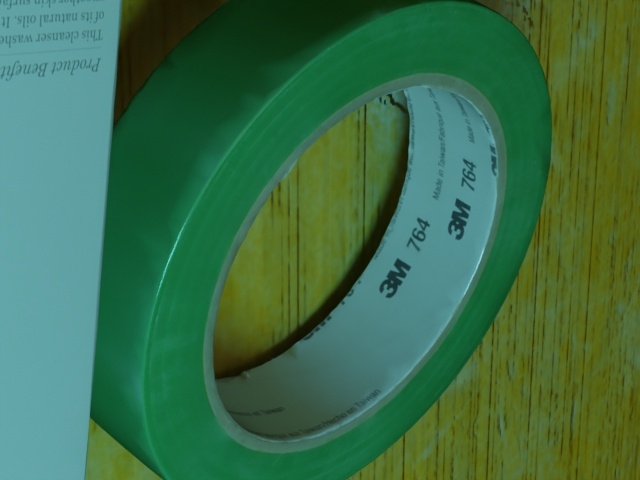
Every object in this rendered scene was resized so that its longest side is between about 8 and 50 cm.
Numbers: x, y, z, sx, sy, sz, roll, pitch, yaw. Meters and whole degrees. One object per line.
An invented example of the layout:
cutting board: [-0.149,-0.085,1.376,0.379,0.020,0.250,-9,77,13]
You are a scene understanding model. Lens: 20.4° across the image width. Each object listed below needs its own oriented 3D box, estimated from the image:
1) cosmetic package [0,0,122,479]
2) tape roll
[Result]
cosmetic package: [-0.219,0.008,0.775,0.217,0.156,0.385,-7,112,-45]
tape roll: [0.000,0.000,1.014,0.321,0.077,0.321,-30,137,-33]
